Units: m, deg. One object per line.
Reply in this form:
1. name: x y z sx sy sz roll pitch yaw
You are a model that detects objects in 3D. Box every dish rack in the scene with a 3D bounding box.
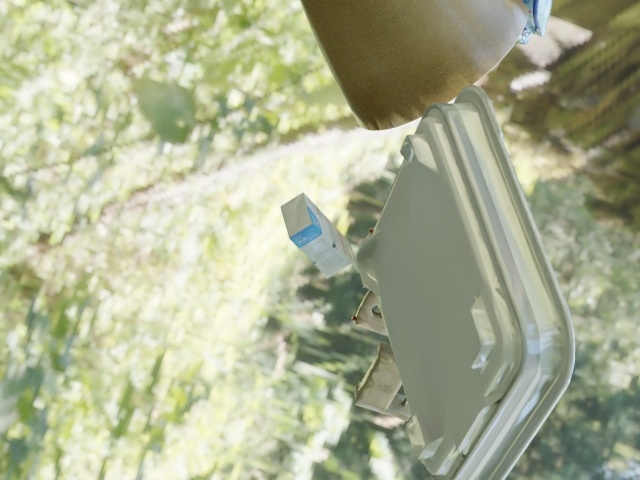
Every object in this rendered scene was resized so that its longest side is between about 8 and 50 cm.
1. dish rack: 0.117 0.051 1.309 0.285 0.072 0.333 112 -30 -48

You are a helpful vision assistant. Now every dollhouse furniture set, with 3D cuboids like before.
1. dollhouse furniture set: 0.087 0.104 1.756 0.129 0.129 0.183 -87 -161 -54

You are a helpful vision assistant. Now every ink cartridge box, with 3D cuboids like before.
1. ink cartridge box: 0.000 0.000 1.287 0.028 0.083 0.048 -32 -140 14

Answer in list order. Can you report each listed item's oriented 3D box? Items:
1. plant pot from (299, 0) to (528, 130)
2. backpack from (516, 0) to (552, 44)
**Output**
1. plant pot: 0.070 -0.297 1.581 0.237 0.254 0.237 -31 -156 15
2. backpack: 0.247 -0.314 1.756 0.114 0.084 0.105 49 51 -57
